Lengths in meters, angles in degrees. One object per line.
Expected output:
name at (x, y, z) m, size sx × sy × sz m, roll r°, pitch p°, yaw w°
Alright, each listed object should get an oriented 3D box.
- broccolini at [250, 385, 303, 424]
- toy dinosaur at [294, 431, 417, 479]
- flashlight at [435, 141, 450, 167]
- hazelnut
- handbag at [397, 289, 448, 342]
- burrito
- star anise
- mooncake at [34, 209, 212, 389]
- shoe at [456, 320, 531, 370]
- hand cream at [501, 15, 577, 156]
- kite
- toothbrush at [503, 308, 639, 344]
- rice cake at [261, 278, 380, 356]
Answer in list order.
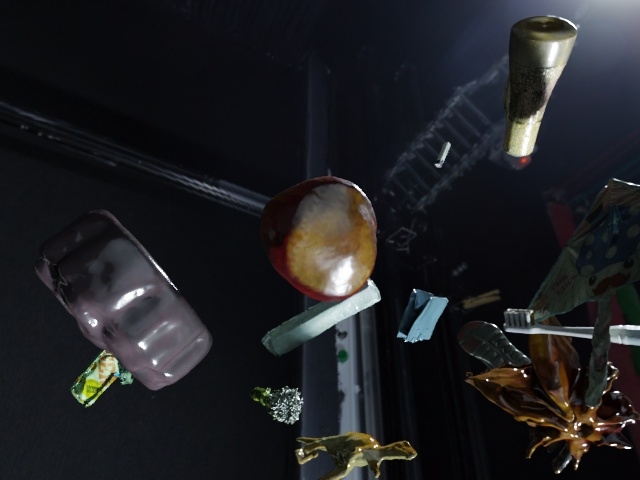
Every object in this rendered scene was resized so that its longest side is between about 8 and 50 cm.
broccolini at (-0.090, 0.288, 0.955) m, size 0.067 × 0.216 × 0.058 m, roll 17°, pitch -101°, yaw -17°
toy dinosaur at (0.033, 0.238, 0.595) m, size 0.126 × 0.162 × 0.039 m, roll -20°, pitch -87°, yaw -5°
flashlight at (0.361, -0.254, 1.513) m, size 0.018 × 0.018 × 0.083 m, roll 42°, pitch -116°, yaw -35°
hazelnut at (0.000, 0.000, 0.936) m, size 0.229 × 0.229 × 0.230 m, roll 19°, pitch -132°, yaw -23°
handbag at (0.286, 0.216, 1.439) m, size 0.057 × 0.144 × 0.221 m, roll 24°, pitch -176°, yaw 27°
burrito at (-0.472, 0.295, 1.173) m, size 0.104 × 0.288 × 0.054 m, roll 47°, pitch -163°, yaw 9°
star anise at (0.364, 0.260, 0.799) m, size 0.347 × 0.237 × 0.148 m, roll 65°, pitch -144°, yaw -31°
mooncake at (-0.287, 0.093, 0.752) m, size 0.283 × 0.283 × 0.141 m, roll 46°, pitch -110°, yaw 3°
shoe at (0.535, 0.346, 1.506) m, size 0.291 × 0.114 × 0.137 m, roll 43°, pitch -179°, yaw 41°
hand cream at (0.306, -0.214, 0.745) m, size 0.083 × 0.203 × 0.084 m, roll -4°, pitch -137°, yaw 3°
kite at (0.345, 0.043, 0.614) m, size 0.011 × 0.335 × 0.315 m, roll 24°, pitch -118°, yaw -7°
toothbrush at (0.365, 0.102, 0.570) m, size 0.025 × 0.342 × 0.030 m, roll -21°, pitch -77°, yaw -41°
rice cake at (-0.003, 0.201, 1.321) m, size 0.066 × 0.336 × 0.063 m, roll 54°, pitch -169°, yaw -23°
